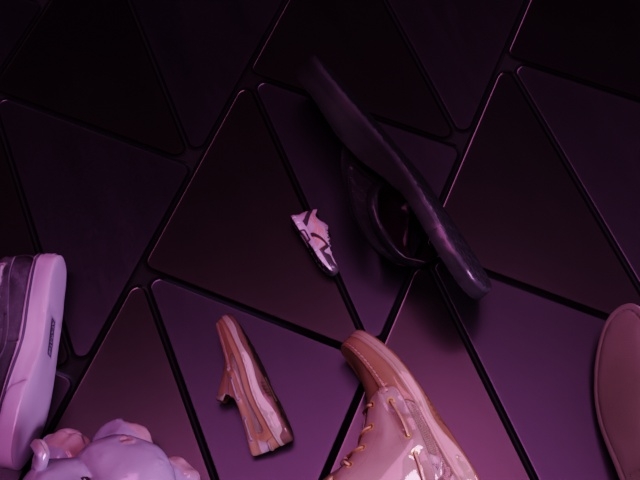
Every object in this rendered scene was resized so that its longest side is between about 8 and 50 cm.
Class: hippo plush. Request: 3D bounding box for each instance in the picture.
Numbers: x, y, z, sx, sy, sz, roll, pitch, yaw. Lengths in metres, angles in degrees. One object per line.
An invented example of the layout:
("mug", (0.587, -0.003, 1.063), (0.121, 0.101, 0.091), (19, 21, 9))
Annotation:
("hippo plush", (-0.278, 0.288, 1.208), (0.294, 0.237, 0.234), (-14, 59, -15))

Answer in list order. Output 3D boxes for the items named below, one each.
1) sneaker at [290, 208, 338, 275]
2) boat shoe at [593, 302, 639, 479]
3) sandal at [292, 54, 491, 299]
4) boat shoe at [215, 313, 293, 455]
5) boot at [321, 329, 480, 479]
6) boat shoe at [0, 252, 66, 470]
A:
("sneaker", (0.000, 0.000, 1.469), (0.043, 0.040, 0.109), (-26, 66, -13))
("boat shoe", (0.432, 0.241, 1.301), (0.113, 0.127, 0.340), (11, 52, -25))
("sandal", (0.082, -0.070, 1.458), (0.107, 0.167, 0.446), (-41, 59, 10))
("boat shoe", (-0.105, 0.187, 1.370), (0.072, 0.068, 0.190), (-27, 66, 2))
("boot", (0.048, 0.258, 1.313), (0.203, 0.095, 0.262), (-31, 71, -11))
("boat shoe", (-0.404, 0.150, 1.372), (0.102, 0.108, 0.301), (1, 61, 2))
